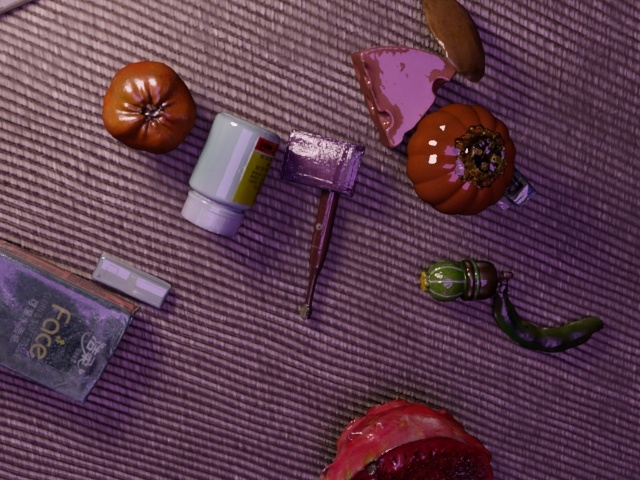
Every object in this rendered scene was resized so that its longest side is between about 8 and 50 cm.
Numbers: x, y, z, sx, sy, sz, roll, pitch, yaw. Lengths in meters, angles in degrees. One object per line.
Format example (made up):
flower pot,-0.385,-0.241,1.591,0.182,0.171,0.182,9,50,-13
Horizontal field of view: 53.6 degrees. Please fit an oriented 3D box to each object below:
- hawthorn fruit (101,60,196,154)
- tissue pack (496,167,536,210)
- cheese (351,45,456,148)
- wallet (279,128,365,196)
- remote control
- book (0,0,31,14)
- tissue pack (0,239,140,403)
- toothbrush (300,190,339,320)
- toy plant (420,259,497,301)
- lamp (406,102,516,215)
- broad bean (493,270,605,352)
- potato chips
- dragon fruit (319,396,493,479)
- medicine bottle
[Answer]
hawthorn fruit,-0.331,-0.255,1.215,0.189,0.189,0.189,-1,102,-6
tissue pack,0.390,-0.125,1.366,0.079,0.085,0.111,-45,104,6
cheese,0.182,-0.313,1.280,0.177,0.128,0.202,-22,102,-1
wallet,0.002,-0.162,1.317,0.166,0.030,0.111,15,101,13
remote control,-0.405,0.089,1.354,0.162,0.029,0.061,25,97,-10
book,-0.705,-0.601,1.171,0.269,0.032,0.388,-26,104,-1
tissue pack,-0.573,0.168,1.315,0.316,0.103,0.227,28,99,-10
toothbrush,0.000,0.000,1.374,0.041,0.041,0.363,10,101,-8
toy plant,0.303,0.089,1.401,0.163,0.093,0.092,-2,102,-3
lamp,0.276,-0.158,1.240,0.223,0.196,0.223,-1,92,-19
broad bean,0.513,0.189,1.464,0.292,0.049,0.144,26,97,-10
potato chips,0.277,-0.409,1.259,0.150,0.049,0.201,7,65,-33
dragon fruit,0.173,0.506,1.403,0.386,0.249,0.371,-34,119,6
medicine bottle,-0.183,-0.134,1.273,0.139,0.139,0.225,23,98,-10
